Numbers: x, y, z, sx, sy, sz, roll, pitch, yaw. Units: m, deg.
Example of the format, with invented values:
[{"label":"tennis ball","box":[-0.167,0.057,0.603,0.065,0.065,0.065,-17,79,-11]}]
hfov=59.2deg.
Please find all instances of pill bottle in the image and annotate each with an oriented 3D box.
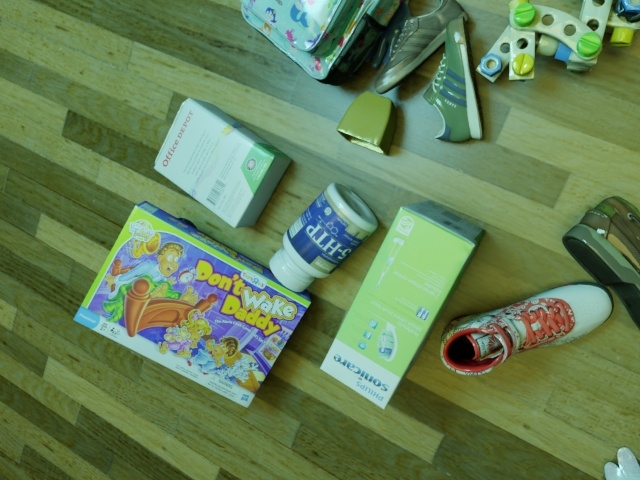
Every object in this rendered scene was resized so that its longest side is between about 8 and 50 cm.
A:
[{"label":"pill bottle","box":[0.000,0.000,0.993,0.112,0.112,0.187,47,110,10]}]

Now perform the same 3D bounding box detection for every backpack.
[{"label":"backpack","box":[0.009,-0.407,0.891,0.225,0.191,0.254,44,106,14]}]

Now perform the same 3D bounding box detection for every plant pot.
[{"label":"plant pot","box":[0.087,-0.203,0.957,0.081,0.081,0.083,24,94,17]}]

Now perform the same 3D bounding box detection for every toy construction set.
[{"label":"toy construction set","box":[0.360,-0.381,0.801,0.214,0.151,0.328,13,111,17]}]

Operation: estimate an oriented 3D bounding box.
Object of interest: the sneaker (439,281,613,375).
[{"label":"sneaker","box":[0.314,0.141,0.868,0.269,0.145,0.090,-18,89,22]}]

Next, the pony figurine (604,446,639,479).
[{"label":"pony figurine","box":[0.587,0.405,0.718,0.363,0.351,0.303,41,113,-7]}]

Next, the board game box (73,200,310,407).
[{"label":"board game box","box":[-0.225,0.116,1.024,0.347,0.078,0.233,29,97,-9]}]

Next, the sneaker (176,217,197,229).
[{"label":"sneaker","box":[-0.278,0.090,1.137,0.124,0.107,0.284,4,107,50]}]

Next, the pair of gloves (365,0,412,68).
[{"label":"pair of gloves","box":[0.079,-0.390,0.969,0.198,0.023,0.159,26,106,18]}]

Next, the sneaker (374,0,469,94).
[{"label":"sneaker","box":[0.149,-0.319,0.916,0.188,0.066,0.071,-41,92,3]}]

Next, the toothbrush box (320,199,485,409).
[{"label":"toothbrush box","box":[0.138,0.090,0.899,0.122,0.206,0.283,30,105,15]}]

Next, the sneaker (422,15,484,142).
[{"label":"sneaker","box":[0.202,-0.245,0.895,0.086,0.064,0.192,-6,114,24]}]

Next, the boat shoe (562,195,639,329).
[{"label":"boat shoe","box":[0.494,0.070,0.808,0.104,0.111,0.307,-42,92,-3]}]

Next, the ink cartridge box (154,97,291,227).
[{"label":"ink cartridge box","box":[-0.186,-0.146,1.061,0.212,0.093,0.154,35,106,13]}]
